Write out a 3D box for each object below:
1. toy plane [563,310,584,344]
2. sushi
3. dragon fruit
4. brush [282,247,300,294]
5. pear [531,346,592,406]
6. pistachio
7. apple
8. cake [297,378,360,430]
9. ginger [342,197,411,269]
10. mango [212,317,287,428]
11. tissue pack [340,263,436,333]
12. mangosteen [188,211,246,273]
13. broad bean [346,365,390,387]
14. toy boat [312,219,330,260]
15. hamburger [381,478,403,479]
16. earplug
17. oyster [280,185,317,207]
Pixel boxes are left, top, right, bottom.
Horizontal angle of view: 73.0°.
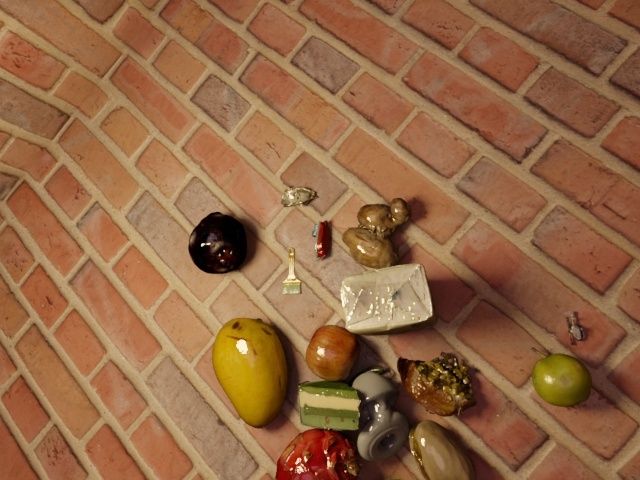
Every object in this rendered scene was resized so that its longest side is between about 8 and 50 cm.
[{"bbox_3d":[0.899,0.308,1.530,0.049,0.031,0.120,-10,81,23],"label":"toy plane"},{"bbox_3d":[0.425,0.516,1.574,0.297,0.167,0.179,29,112,26],"label":"sushi"},{"bbox_3d":[-0.011,0.837,1.584,0.343,0.277,0.277,-21,75,17],"label":"dragon fruit"},{"bbox_3d":[-0.126,0.130,1.873,0.083,0.011,0.205,-5,78,16],"label":"brush"},{"bbox_3d":[0.806,0.454,1.475,0.180,0.166,0.216,-37,50,21],"label":"pear"},{"bbox_3d":[0.437,0.766,1.519,0.197,0.166,0.288,-24,72,-28],"label":"pistachio"},{"bbox_3d":[0.048,0.432,1.663,0.188,0.211,0.211,23,88,19],"label":"apple"},{"bbox_3d":[0.076,0.604,1.611,0.284,0.172,0.157,-13,79,41],"label":"cake"},{"bbox_3d":[0.228,-0.039,1.721,0.245,0.155,0.303,20,87,20],"label":"ginger"},{"bbox_3d":[-0.282,0.531,1.742,0.302,0.220,0.444,-11,81,12],"label":"mango"},{"bbox_3d":[0.255,0.224,1.551,0.297,0.380,0.207,-12,73,15],"label":"tissue pack"},{"bbox_3d":[-0.440,0.003,1.873,0.233,0.287,0.287,-10,78,5],"label":"mangosteen"},{"bbox_3d":[0.165,0.552,1.699,0.227,0.039,0.069,-33,79,8],"label":"broad bean"},{"bbox_3d":[0.000,0.000,1.829,0.059,0.069,0.172,-6,77,36],"label":"toy boat"},{"bbox_3d":[0.259,0.972,1.530,0.246,0.170,0.245,-1,76,4],"label":"hamburger"},{"bbox_3d":[0.211,0.650,1.592,0.214,0.175,0.325,-11,89,-23],"label":"earplug"},{"bbox_3d":[-0.101,-0.185,1.898,0.166,0.053,0.108,2,55,25],"label":"oyster"}]
